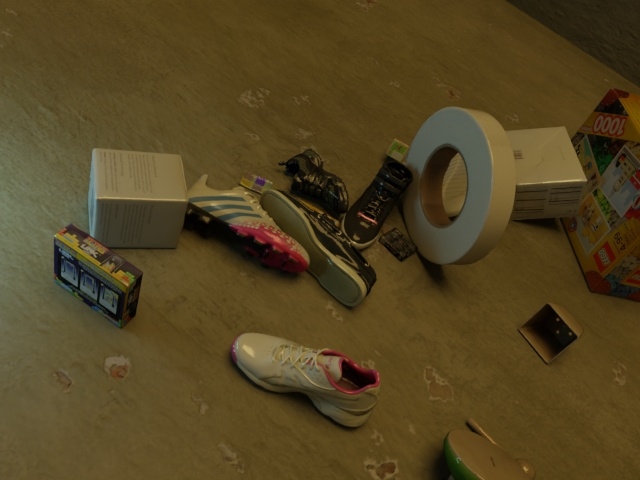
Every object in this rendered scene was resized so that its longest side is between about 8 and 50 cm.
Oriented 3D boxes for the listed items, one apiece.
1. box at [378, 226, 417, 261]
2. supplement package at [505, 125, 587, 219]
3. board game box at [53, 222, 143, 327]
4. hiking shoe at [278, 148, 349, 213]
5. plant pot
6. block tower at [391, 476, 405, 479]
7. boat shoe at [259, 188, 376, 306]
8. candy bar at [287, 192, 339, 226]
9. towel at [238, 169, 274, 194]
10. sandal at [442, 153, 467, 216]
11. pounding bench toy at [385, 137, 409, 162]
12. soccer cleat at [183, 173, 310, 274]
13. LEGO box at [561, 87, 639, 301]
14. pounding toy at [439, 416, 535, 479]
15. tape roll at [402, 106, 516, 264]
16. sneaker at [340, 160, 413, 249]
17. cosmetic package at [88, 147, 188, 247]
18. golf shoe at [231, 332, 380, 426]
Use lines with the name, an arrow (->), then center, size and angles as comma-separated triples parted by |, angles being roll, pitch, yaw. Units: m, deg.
box -> 0.201, 0.009, 1.589 | 0.083, 0.018, 0.067 | 44, 46, 17
supplement package -> 0.662, -0.207, 1.871 | 0.203, 0.145, 0.262 | -3, 45, 6
board game box -> -0.421, 0.068, 1.155 | 0.170, 0.141, 0.048 | 34, 44, 7
hiking shoe -> -0.017, -0.139, 1.597 | 0.114, 0.086, 0.227 | -24, 56, -24
plant pot -> 0.581, 0.221, 1.513 | 0.096, 0.109, 0.109 | -5, 50, -44
block tower -> 0.258, 0.516, 1.064 | 0.335, 0.097, 0.091 | 21, 37, -11
boat shoe -> 0.002, -0.002, 1.431 | 0.340, 0.127, 0.113 | 43, 45, 14
candy bar -> -0.025, -0.072, 1.561 | 0.161, 0.018, 0.040 | 29, 47, 2
towel -> -0.165, -0.147, 1.572 | 0.083, 0.009, 0.060 | 25, 43, -1
sandal -> 0.447, -0.175, 1.813 | 0.102, 0.169, 0.416 | 59, 37, -24
pounding bench toy -> 0.222, -0.256, 1.830 | 0.052, 0.083, 0.065 | 30, 12, 0
soccer cleat -> -0.158, -0.047, 1.392 | 0.331, 0.116, 0.143 | 26, 60, 2
LEGO box -> 0.901, -0.139, 1.803 | 0.193, 0.373, 0.500 | 12, 45, -14
pounding toy -> 0.305, 0.457, 1.176 | 0.183, 0.110, 0.237 | 34, 14, 24
tape roll -> 0.327, -0.133, 1.519 | 0.072, 0.392, 0.392 | 2, 49, -23
sneaker -> 0.146, -0.105, 1.580 | 0.104, 0.147, 0.296 | 32, 45, 4
cosmetic package -> -0.392, -0.087, 1.307 | 0.183, 0.151, 0.152 | 1, 48, -25
golf shoe -> -0.022, 0.240, 1.182 | 0.306, 0.140, 0.115 | 24, 45, -1
